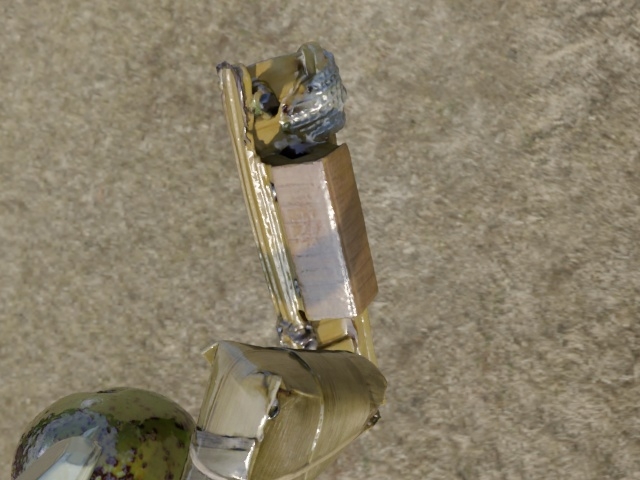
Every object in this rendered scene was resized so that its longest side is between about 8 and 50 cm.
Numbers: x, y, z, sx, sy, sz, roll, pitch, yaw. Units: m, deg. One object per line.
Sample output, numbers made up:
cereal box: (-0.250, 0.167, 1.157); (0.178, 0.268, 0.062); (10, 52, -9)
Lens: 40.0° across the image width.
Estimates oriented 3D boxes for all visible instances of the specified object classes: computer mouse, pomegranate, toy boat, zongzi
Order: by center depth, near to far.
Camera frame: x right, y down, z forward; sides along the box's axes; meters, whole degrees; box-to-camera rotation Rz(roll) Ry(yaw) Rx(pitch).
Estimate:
zongzi: (-0.031, 0.157, 0.599); (0.079, 0.160, 0.176); (21, 96, 40)
computer mouse: (-0.243, 0.229, 0.729); (0.182, 0.056, 0.089); (-45, 18, -21)
pomegranate: (-0.240, 0.290, 0.990); (0.214, 0.214, 0.247); (-3, 82, 41)
toy boat: (0.000, 0.000, 0.999); (0.162, 0.136, 0.445); (29, 135, 58)
